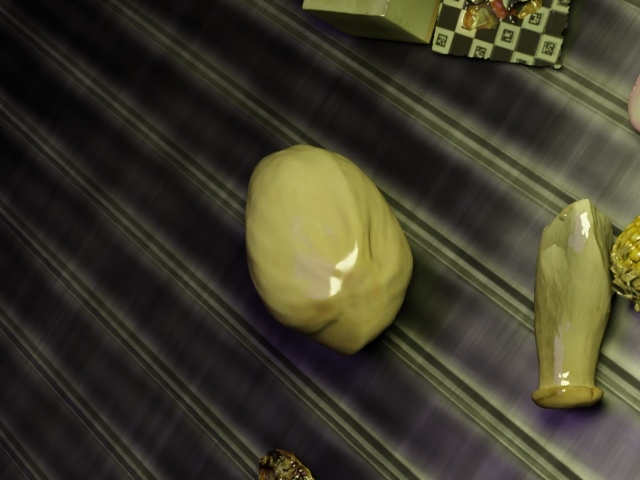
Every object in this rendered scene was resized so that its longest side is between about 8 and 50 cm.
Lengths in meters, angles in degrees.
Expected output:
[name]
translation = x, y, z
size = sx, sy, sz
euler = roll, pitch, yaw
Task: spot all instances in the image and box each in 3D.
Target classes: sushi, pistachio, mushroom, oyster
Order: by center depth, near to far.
[mushroom]
translation = 0.295, 0.076, 1.530
size = 0.108, 0.096, 0.246
euler = 5, 88, 62
[pistachio]
translation = 0.000, 0.000, 1.706
size = 0.226, 0.208, 0.331
euler = 99, 153, -49
[sushi]
translation = 0.247, -0.300, 1.708
size = 0.201, 0.031, 0.139
euler = 15, 98, 37
[oyster]
translation = -0.036, 0.328, 1.735
size = 0.132, 0.029, 0.086
euler = 12, 84, 38

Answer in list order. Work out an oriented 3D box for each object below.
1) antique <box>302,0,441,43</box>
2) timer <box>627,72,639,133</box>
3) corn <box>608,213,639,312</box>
[antique]
translation = 0.084, -0.356, 1.764
size = 0.147, 0.148, 0.151
euler = 14, 86, 38
[timer]
translation = 0.447, -0.200, 1.471
size = 0.191, 0.069, 0.208
euler = 2, 62, 60
[corn]
translation = 0.451, -0.043, 1.450
size = 0.318, 0.115, 0.115
euler = -42, 58, 15
